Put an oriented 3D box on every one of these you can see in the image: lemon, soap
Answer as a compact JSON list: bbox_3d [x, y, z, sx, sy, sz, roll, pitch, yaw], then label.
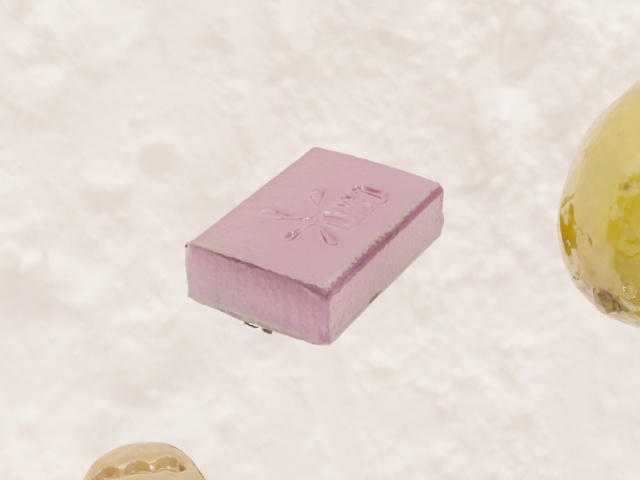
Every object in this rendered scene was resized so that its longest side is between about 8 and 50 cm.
[{"bbox_3d":[0.342,-0.038,1.264,0.263,0.236,0.236,-45,122,5],"label":"lemon"},{"bbox_3d":[0.000,-0.002,1.470,0.259,0.181,0.081,-41,141,-45],"label":"soap"}]

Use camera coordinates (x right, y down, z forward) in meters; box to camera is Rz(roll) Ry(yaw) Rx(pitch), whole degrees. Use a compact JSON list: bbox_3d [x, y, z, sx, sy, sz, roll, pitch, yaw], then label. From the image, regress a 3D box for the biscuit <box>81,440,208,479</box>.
[{"bbox_3d":[-0.107,0.243,0.895,0.275,0.355,0.052,-18,119,-24],"label":"biscuit"}]
